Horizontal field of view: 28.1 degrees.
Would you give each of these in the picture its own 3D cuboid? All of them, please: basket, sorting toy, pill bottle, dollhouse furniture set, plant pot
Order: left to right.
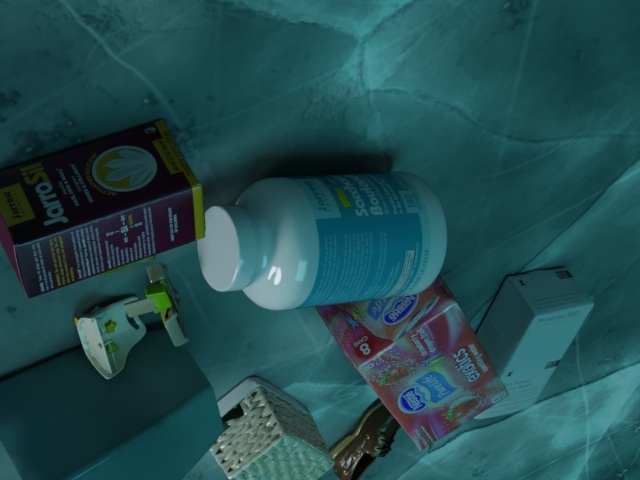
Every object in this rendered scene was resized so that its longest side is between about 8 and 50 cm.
[{"bbox_3d":[-0.241,0.219,1.485,0.234,0.165,0.166,-28,145,-17],"label":"plant pot"},{"bbox_3d":[-0.232,0.099,1.447,0.075,0.044,0.083,-31,125,-32],"label":"sorting toy"},{"bbox_3d":[-0.194,0.056,1.406,0.058,0.076,0.152,-17,142,-1],"label":"dollhouse furniture set"},{"bbox_3d":[-0.071,0.274,1.722,0.113,0.103,0.167,-39,143,7],"label":"basket"},{"bbox_3d":[0.000,0.000,1.417,0.264,0.146,0.146,-5,136,-34],"label":"pill bottle"}]

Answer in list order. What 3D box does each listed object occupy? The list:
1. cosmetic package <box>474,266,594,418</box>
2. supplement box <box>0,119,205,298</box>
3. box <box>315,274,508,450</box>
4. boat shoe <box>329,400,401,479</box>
[{"bbox_3d":[0.293,0.152,1.877,0.117,0.085,0.231,-9,139,-31],"label":"cosmetic package"},{"bbox_3d":[-0.219,-0.032,1.248,0.188,0.104,0.081,-20,142,-18],"label":"supplement box"},{"bbox_3d":[0.119,0.136,1.672,0.154,0.142,0.300,-33,145,1],"label":"box"},{"bbox_3d":[0.085,0.295,1.903,0.064,0.060,0.178,19,120,-48],"label":"boat shoe"}]
